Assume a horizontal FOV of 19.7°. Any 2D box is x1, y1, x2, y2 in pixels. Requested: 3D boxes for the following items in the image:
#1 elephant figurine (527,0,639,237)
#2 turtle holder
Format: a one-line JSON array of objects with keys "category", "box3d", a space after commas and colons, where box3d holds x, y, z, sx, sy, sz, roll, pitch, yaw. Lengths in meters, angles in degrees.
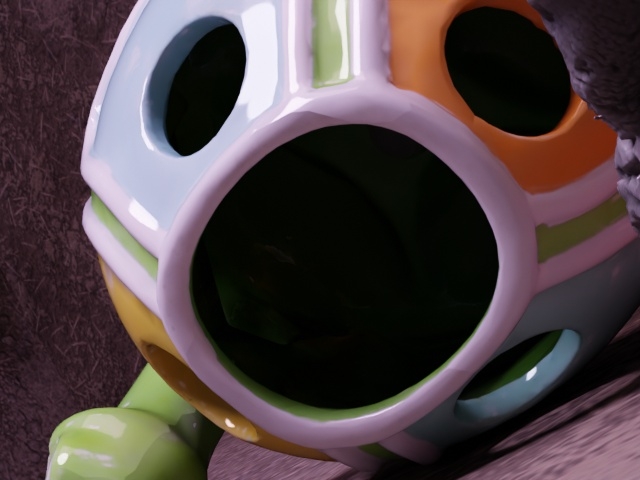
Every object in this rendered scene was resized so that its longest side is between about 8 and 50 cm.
[{"category": "elephant figurine", "box3d": [0.128, -0.033, 0.405, 0.239, 0.186, 0.169, -42, 36, 30]}, {"category": "turtle holder", "box3d": [-0.003, -0.018, 0.736, 0.320, 0.243, 0.227, -20, 19, 18]}]
